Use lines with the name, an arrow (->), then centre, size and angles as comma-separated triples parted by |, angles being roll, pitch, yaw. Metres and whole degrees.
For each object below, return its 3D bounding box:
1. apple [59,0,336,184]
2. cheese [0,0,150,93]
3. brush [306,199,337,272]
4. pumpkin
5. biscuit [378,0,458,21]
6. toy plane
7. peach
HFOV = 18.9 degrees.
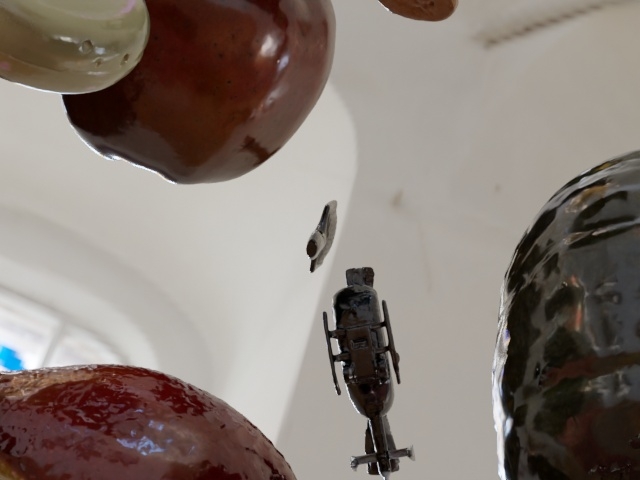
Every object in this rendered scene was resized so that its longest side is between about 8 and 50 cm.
apple -> -0.101, -0.159, 1.561 | 0.234, 0.234, 0.234 | 6, -51, 8
cheese -> -0.211, -0.151, 1.218 | 0.137, 0.227, 0.064 | 52, -57, 27
brush -> 0.000, 0.000, 1.651 | 0.016, 0.193, 0.063 | 12, -85, 5
pumpkin -> 0.197, 0.105, 1.002 | 0.192, 0.320, 0.320 | -8, -54, 13
biscuit -> 0.060, -0.257, 1.376 | 0.165, 0.036, 0.250 | 21, -34, 1
toy plane -> 0.040, 0.112, 1.467 | 0.053, 0.197, 0.078 | -11, -10, 5
peach -> -0.100, 0.160, 1.161 | 0.267, 0.154, 0.159 | 53, -31, -4
